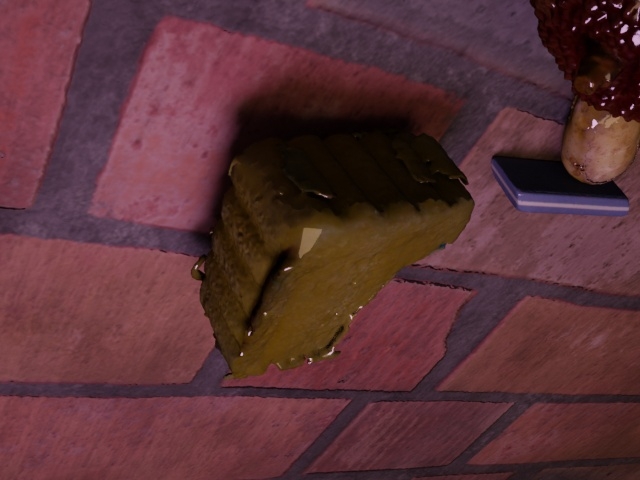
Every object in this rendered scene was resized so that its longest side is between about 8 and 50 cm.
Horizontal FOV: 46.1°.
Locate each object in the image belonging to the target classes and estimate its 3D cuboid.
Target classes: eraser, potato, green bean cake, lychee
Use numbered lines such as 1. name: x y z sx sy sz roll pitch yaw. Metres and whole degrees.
1. eraser: 0.339 -0.075 1.056 0.225 0.082 0.036 1 134 -26
2. potato: 0.373 -0.143 0.994 0.107 0.080 0.170 -28 145 -5
3. green bean cake: 0.000 0.000 0.915 0.285 0.202 0.309 -8 142 -36
4. lychee: 0.337 -0.246 0.721 0.304 0.276 0.275 -44 143 -13
